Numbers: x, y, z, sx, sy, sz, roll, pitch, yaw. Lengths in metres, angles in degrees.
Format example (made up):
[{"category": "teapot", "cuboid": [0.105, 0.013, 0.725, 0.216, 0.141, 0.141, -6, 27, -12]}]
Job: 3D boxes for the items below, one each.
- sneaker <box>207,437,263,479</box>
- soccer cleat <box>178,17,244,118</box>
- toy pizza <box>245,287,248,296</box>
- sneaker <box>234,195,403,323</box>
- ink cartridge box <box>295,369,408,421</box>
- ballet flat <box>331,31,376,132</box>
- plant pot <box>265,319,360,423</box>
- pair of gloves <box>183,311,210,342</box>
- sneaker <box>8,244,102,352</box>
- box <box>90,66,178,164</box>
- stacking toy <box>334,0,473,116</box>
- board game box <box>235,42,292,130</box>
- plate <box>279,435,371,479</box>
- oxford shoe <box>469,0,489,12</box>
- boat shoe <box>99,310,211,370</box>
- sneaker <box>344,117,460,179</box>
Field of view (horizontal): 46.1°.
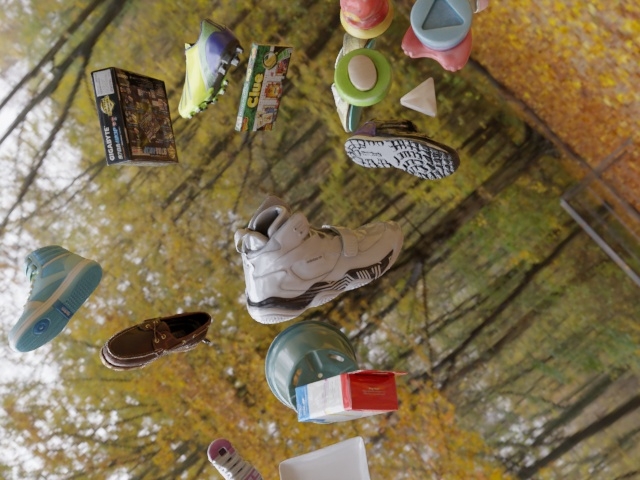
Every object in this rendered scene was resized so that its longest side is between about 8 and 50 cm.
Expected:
[{"category": "sneaker", "cuboid": [-0.257, 0.704, 2.295, 0.236, 0.095, 0.104, 52, 157, 1]}, {"category": "soccer cleat", "cuboid": [-0.270, -0.391, 1.722, 0.121, 0.289, 0.093, 45, -129, 0]}, {"category": "toy pizza", "cuboid": [-0.170, 0.185, 2.723, 0.201, 0.201, 0.032, 36, -138, -37]}, {"category": "sneaker", "cuboid": [0.000, 0.000, 1.488, 0.137, 0.366, 0.210, 34, 146, 53]}, {"category": "ink cartridge box", "cuboid": [0.068, 0.333, 1.603, 0.134, 0.231, 0.078, 10, -114, -36]}, {"category": "ballet flat", "cuboid": [0.095, -0.522, 2.449, 0.123, 0.348, 0.123, 7, -141, -5]}, {"category": "plant pot", "cuboid": [-0.009, 0.466, 2.609, 0.341, 0.341, 0.334, 45, 175, -7]}, {"category": "pair of gloves", "cuboid": [-0.277, 0.195, 1.691, 0.074, 0.010, 0.083, 43, -172, -28]}, {"category": "sneaker", "cuboid": [-0.780, 0.148, 2.083, 0.208, 0.319, 0.127, 28, 151, 21]}, {"category": "box", "cuboid": [-0.354, -0.233, 1.460, 0.220, 0.051, 0.175, -22, -78, -76]}, {"category": "stacking toy", "cuboid": [0.165, -0.430, 1.620, 0.309, 0.279, 0.130, 14, 170, 12]}, {"category": "board game box", "cuboid": [-0.166, -0.445, 2.200, 0.136, 0.259, 0.030, -9, -147, -42]}, {"category": "plate", "cuboid": [0.029, 0.724, 2.118, 0.045, 0.278, 0.277, 44, -152, -53]}, {"category": "oxford shoe", "cuboid": [0.306, -0.707, 1.884, 0.397, 0.147, 0.140, 55, 177, -40]}, {"category": "boat shoe", "cuboid": [-0.278, 0.162, 1.290, 0.207, 0.073, 0.073, -15, -117, -50]}, {"category": "sneaker", "cuboid": [0.195, -0.225, 1.669, 0.283, 0.124, 0.107, 17, 146, 37]}]
